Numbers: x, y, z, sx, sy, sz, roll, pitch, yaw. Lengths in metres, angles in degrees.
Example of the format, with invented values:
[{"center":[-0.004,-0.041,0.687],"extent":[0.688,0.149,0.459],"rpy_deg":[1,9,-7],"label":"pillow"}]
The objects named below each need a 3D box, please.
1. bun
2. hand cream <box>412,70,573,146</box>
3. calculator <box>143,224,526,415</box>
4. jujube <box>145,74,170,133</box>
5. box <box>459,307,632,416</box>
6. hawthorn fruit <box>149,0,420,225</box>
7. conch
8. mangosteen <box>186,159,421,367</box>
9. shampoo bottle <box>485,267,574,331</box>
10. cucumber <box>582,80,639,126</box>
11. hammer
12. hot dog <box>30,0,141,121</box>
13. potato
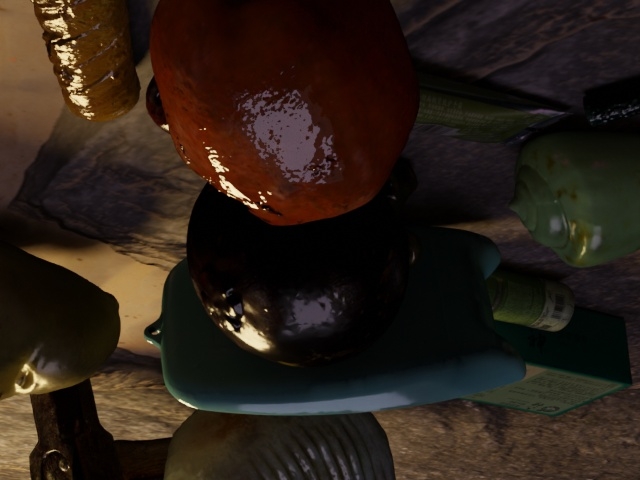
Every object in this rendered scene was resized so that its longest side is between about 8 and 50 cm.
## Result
[{"center":[-0.068,0.346,2.393],"extent":[0.211,0.362,0.362],"rpy_deg":[5,168,45],"label":"bun"},{"center":[0.125,-0.122,1.683],"extent":[0.235,0.055,0.086],"rpy_deg":[7,158,-40],"label":"hand cream"},{"center":[0.008,0.078,1.884],"extent":[0.386,0.256,0.054],"rpy_deg":[-6,132,0],"label":"calculator"},{"center":[-0.094,-0.122,1.619],"extent":[0.129,0.077,0.077],"rpy_deg":[13,153,-43],"label":"jujube"},{"center":[0.243,0.139,2.228],"extent":[0.245,0.092,0.153],"rpy_deg":[13,151,-34],"label":"box"},{"center":[-0.039,-0.150,1.422],"extent":[0.211,0.211,0.299],"rpy_deg":[-9,143,16],"label":"hawthorn fruit"},{"center":[0.300,-0.048,1.802],"extent":[0.250,0.137,0.143],"rpy_deg":[-10,136,-32],"label":"conch"},{"center":[0.000,0.000,1.765],"extent":[0.265,0.228,0.228],"rpy_deg":[-32,171,-29],"label":"mangosteen"},{"center":[0.193,0.062,2.079],"extent":[0.204,0.065,0.065],"rpy_deg":[12,152,-31],"label":"shampoo bottle"},{"center":[0.310,-0.135,1.677],"extent":[0.133,0.032,0.032],"rpy_deg":[-13,154,26],"label":"cucumber"},{"center":[-0.231,0.294,2.446],"extent":[0.095,0.242,0.409],"rpy_deg":[-16,170,32],"label":"hammer"},{"center":[-0.193,-0.177,1.506],"extent":[0.087,0.061,0.286],"rpy_deg":[-14,157,-1],"label":"hot dog"},{"center":[-0.384,0.092,1.926],"extent":[0.351,0.202,0.218],"rpy_deg":[-1,169,-23],"label":"potato"}]
